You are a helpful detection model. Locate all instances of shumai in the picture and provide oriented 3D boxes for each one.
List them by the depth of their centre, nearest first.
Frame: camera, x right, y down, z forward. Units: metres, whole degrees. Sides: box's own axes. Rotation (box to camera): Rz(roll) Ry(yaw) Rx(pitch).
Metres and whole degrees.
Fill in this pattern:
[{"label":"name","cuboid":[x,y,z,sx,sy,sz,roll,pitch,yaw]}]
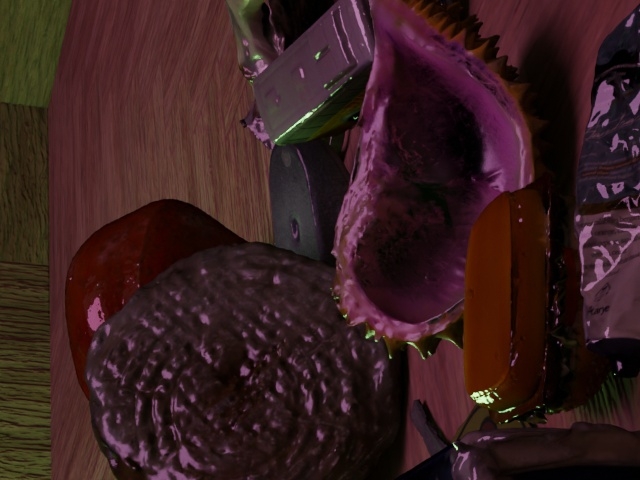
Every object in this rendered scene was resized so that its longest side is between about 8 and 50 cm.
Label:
[{"label":"shumai","cuboid":[-0.043,0.175,1.789,0.309,0.304,0.263,65,-178,32]}]

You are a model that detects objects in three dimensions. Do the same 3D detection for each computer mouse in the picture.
[{"label":"computer mouse","cuboid":[0.005,-0.003,1.841,0.113,0.068,0.229,4,103,61]}]

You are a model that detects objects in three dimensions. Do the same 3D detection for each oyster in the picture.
[{"label":"oyster","cuboid":[-0.052,-0.237,2.071,0.275,0.100,0.271,41,127,56]}]

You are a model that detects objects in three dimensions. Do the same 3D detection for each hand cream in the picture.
[{"label":"hand cream","cuboid":[0.202,-0.032,1.190,0.075,0.052,0.248,-18,59,49]}]

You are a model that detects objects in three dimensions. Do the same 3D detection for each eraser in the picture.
[{"label":"eraser","cuboid":[0.107,0.203,1.209,0.332,0.155,0.102,132,140,-62]}]

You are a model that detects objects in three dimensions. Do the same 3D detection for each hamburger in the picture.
[{"label":"hamburger","cuboid":[0.150,0.042,1.251,0.137,0.087,0.166,141,134,-70]}]

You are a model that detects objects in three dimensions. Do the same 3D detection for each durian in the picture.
[{"label":"durian","cuboid":[0.105,-0.041,1.383,0.186,0.153,0.261,40,119,45]}]

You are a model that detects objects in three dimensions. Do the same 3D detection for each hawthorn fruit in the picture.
[{"label":"hawthorn fruit","cuboid":[-0.170,0.109,2.073,0.300,0.254,0.254,-86,10,-53]}]

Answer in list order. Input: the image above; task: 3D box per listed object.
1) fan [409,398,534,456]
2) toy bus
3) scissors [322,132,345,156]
[{"label":"fan","cuboid":[0.116,0.211,1.455,0.335,0.011,0.230,-120,39,-65]},{"label":"toy bus","cuboid":[0.028,-0.164,1.682,0.268,0.106,0.092,-33,74,63]},{"label":"scissors","cuboid":[0.004,-0.048,1.930,0.101,0.027,0.204,135,140,-68]}]
